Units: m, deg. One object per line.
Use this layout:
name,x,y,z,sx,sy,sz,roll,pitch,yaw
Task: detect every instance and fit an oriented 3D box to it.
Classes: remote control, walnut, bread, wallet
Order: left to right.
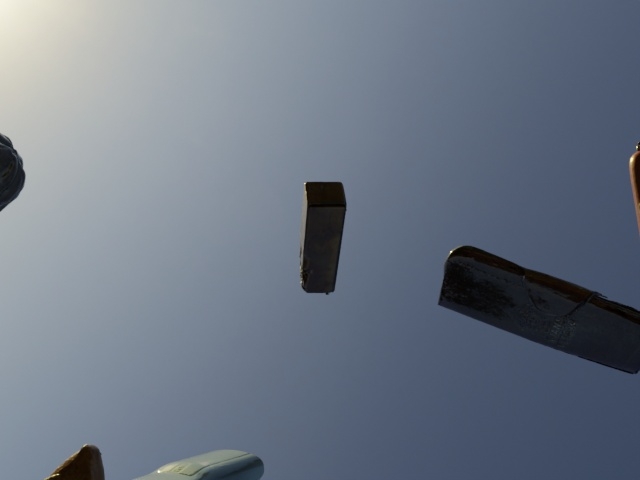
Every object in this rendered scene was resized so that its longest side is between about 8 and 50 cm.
walnut,-0.738,-0.143,1.574,0.224,0.224,0.224,-28,-132,37
bread,-0.406,0.424,1.233,0.154,0.054,0.136,-39,-126,-18
remote control,-0.109,0.186,0.576,0.061,0.162,0.029,-5,-97,26
wallet,0.264,0.082,0.888,0.255,0.137,0.031,19,-120,16

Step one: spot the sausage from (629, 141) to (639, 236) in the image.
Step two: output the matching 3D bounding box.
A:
sausage,0.311,0.017,0.688,0.029,0.029,0.223,-15,-103,45

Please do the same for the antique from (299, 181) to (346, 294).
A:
antique,0.000,0.000,1.848,0.087,0.093,0.310,-99,-170,-45
